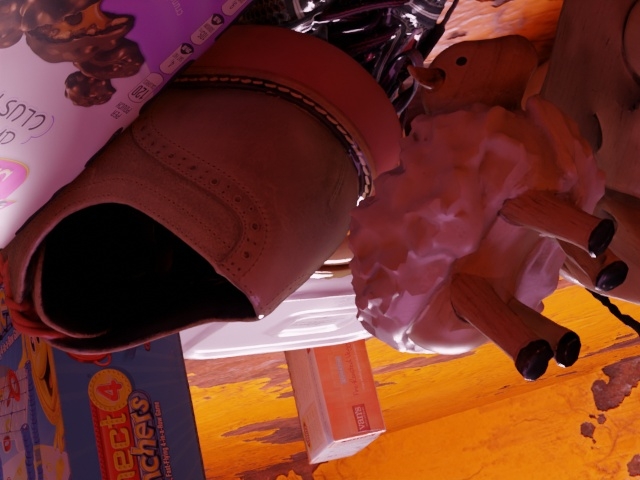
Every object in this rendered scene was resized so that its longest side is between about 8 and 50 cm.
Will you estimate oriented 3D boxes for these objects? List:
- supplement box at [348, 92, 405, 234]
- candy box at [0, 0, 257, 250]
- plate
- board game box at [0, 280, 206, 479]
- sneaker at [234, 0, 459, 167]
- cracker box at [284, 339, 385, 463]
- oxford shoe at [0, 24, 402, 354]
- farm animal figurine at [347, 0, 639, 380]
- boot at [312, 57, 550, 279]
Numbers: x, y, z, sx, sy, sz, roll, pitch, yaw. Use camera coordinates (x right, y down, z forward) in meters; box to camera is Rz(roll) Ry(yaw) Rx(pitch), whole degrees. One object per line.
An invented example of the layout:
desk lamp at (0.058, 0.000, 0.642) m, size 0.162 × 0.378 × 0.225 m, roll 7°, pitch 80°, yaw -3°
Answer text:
supplement box at (0.023, -0.059, 0.771) m, size 0.036 × 0.098 × 0.062 m, roll -3°, pitch 165°, yaw -20°
candy box at (-0.132, -0.075, 0.472) m, size 0.196 × 0.070 × 0.165 m, roll -43°, pitch 161°, yaw 6°
plate at (-0.005, 0.051, 1.090) m, size 0.277 × 0.045 × 0.278 m, roll -3°, pitch 164°, yaw -27°
board game box at (-0.183, 0.131, 0.914) m, size 0.086 × 0.302 × 0.308 m, roll -5°, pitch 163°, yaw -28°
sneaker at (0.010, -0.087, 0.629) m, size 0.121 × 0.112 × 0.299 m, roll -9°, pitch 165°, yaw -15°
cracker box at (0.013, 0.175, 1.548) m, size 0.067 × 0.156 × 0.232 m, roll -10°, pitch 166°, yaw -10°
oxford shoe at (-0.130, -0.014, 0.620) m, size 0.348 × 0.130 × 0.123 m, roll -8°, pitch 131°, yaw 43°
farm animal figurine at (0.167, -0.109, 0.535) m, size 0.330 × 0.172 × 0.327 m, roll 1°, pitch 119°, yaw -43°
boot at (0.110, -0.069, 0.854) m, size 0.236 × 0.089 × 0.269 m, roll -15°, pitch 170°, yaw -36°
